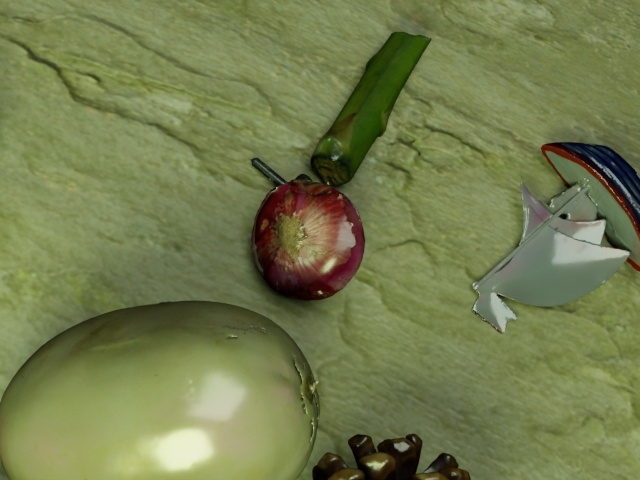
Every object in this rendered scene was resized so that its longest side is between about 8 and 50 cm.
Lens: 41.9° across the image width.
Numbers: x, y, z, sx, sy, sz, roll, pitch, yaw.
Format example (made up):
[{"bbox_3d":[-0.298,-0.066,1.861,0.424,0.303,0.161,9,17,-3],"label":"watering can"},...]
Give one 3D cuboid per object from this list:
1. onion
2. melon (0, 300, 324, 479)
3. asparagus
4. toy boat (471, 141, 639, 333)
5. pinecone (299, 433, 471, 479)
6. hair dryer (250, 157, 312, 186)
[{"bbox_3d":[0.000,0.000,1.009,0.140,0.150,0.150,4,63,-57],"label":"onion"},{"bbox_3d":[-0.152,0.171,0.815,0.317,0.223,0.223,-11,72,7],"label":"melon"},{"bbox_3d":[0.071,-0.191,1.122,0.067,0.060,0.277,25,64,5],"label":"asparagus"},{"bbox_3d":[0.350,0.009,1.132,0.219,0.072,0.318,29,68,-2],"label":"toy boat"},{"bbox_3d":[0.071,0.315,0.837,0.264,0.264,0.264,6,69,-15],"label":"pinecone"},{"bbox_3d":[-0.054,-0.079,1.065,0.083,0.026,0.047,37,62,7],"label":"hair dryer"}]
